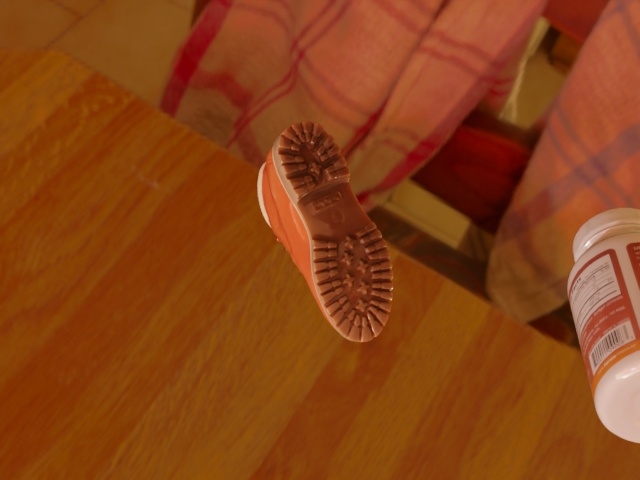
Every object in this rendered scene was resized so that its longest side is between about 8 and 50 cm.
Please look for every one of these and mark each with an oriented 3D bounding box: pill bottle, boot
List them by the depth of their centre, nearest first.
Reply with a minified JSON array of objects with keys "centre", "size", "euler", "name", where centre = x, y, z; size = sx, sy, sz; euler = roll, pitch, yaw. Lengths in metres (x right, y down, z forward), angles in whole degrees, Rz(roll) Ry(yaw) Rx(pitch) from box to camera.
[{"centre":[0.000,0.000,0.768],"size":[0.059,0.084,0.158],"euler":[-17,84,-26],"name":"boot"},{"centre":[0.297,0.071,0.992],"size":[0.121,0.121,0.216],"euler":[12,39,-9],"name":"pill bottle"}]
